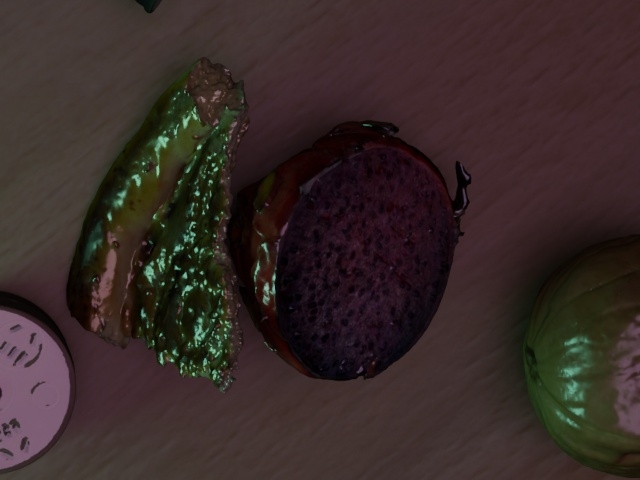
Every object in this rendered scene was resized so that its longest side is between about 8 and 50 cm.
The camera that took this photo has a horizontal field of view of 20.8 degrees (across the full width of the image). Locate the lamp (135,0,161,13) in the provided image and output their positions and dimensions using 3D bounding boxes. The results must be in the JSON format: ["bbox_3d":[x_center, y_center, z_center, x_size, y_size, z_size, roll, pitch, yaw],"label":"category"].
[{"bbox_3d":[-0.206,-0.298,1.426,0.227,0.147,0.172,29,116,-5],"label":"lamp"}]

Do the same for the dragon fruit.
[{"bbox_3d":[-0.003,0.002,1.508,0.218,0.148,0.223,25,83,-43],"label":"dragon fruit"}]

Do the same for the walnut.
[{"bbox_3d":[0.290,0.102,1.532,0.228,0.228,0.228,-2,99,-10],"label":"walnut"}]

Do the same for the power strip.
[{"bbox_3d":[-0.284,0.123,1.491,0.154,0.078,0.154,-1,98,-11],"label":"power strip"}]

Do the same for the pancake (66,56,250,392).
[{"bbox_3d":[-0.119,0.010,1.442,0.057,0.244,0.266,9,129,-41],"label":"pancake"}]
